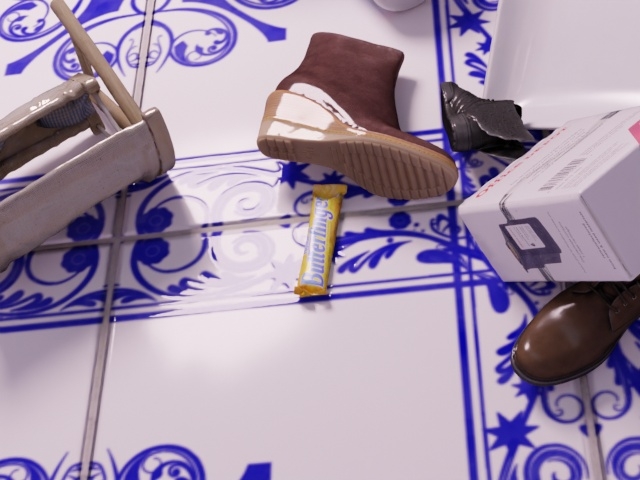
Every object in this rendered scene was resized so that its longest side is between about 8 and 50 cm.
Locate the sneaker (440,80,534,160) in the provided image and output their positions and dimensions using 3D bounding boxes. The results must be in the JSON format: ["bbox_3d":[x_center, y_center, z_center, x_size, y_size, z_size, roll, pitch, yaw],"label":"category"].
[{"bbox_3d":[0.186,-0.136,1.430,0.089,0.051,0.170,-6,30,2],"label":"sneaker"}]

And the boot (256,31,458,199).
[{"bbox_3d":[0.065,-0.157,1.469,0.248,0.090,0.207,15,51,17],"label":"boot"}]

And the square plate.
[{"bbox_3d":[0.338,-0.279,1.361,0.347,0.049,0.344,10,90,48],"label":"square plate"}]

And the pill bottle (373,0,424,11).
[{"bbox_3d":[0.064,-0.404,1.652,0.124,0.124,0.221,-27,50,-10],"label":"pill bottle"}]

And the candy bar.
[{"bbox_3d":[0.000,0.000,1.398,0.040,0.018,0.161,0,50,13],"label":"candy bar"}]

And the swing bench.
[{"bbox_3d":[-0.331,-0.101,1.467,0.253,0.165,0.255,-32,57,-15],"label":"swing bench"}]

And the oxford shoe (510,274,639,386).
[{"bbox_3d":[0.276,0.055,1.236,0.227,0.096,0.083,-37,63,-14],"label":"oxford shoe"}]

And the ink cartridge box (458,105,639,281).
[{"bbox_3d":[0.269,-0.046,1.241,0.172,0.100,0.237,-37,11,-18],"label":"ink cartridge box"}]
